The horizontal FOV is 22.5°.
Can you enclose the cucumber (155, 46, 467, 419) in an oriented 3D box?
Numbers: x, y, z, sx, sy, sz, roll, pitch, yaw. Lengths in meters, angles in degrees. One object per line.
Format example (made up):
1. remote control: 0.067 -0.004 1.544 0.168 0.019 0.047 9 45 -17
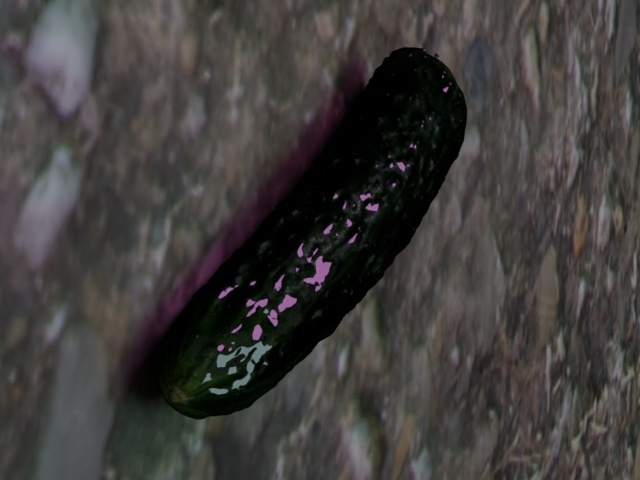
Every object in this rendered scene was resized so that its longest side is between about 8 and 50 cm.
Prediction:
1. cucumber: 0.000 0.000 0.624 0.058 0.052 0.214 59 41 -20
